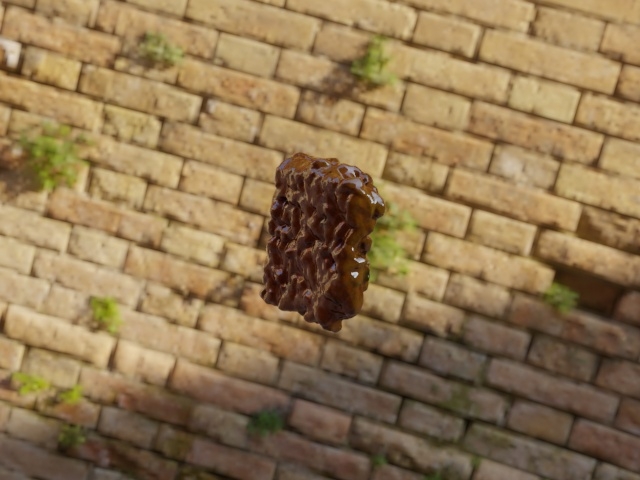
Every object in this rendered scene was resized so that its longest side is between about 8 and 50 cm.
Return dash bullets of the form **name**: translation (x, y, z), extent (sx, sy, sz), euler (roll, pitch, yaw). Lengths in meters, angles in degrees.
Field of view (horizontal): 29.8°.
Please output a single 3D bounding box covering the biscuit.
- **biscuit**: translation (0.000, 0.000, 2.270), extent (0.110, 0.312, 0.318), euler (2, 11, -36)
